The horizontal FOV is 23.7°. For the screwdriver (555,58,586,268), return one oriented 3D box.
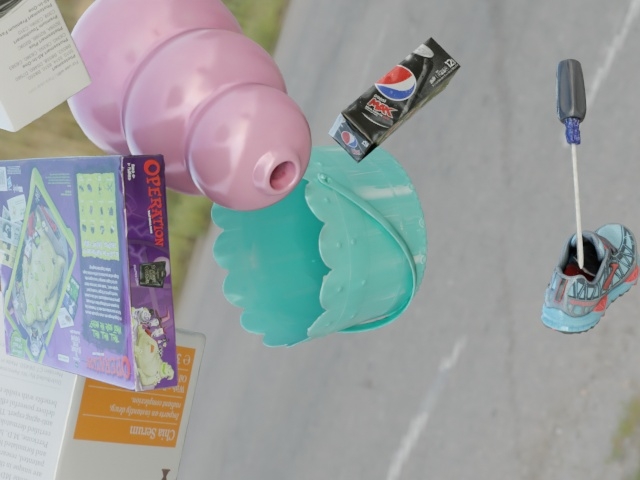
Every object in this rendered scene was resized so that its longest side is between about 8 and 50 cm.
[{"bbox_3d":[0.195,-0.061,1.155,0.025,0.024,0.170,-36,50,52],"label":"screwdriver"}]

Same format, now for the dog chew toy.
[{"bbox_3d":[-0.128,-0.142,1.586,0.332,0.206,0.206,40,118,42],"label":"dog chew toy"}]

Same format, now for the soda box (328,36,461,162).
[{"bbox_3d":[0.089,-0.168,1.809,0.169,0.053,0.060,-42,-6,-28],"label":"soda box"}]

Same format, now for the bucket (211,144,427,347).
[{"bbox_3d":[0.000,0.000,2.026,0.281,0.183,0.281,24,120,52],"label":"bucket"}]

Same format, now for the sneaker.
[{"bbox_3d":[0.424,0.032,2.328,0.262,0.104,0.125,-47,-35,-46],"label":"sneaker"}]

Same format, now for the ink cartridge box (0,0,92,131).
[{"bbox_3d":[-0.287,-0.198,1.211,0.148,0.086,0.203,18,137,48],"label":"ink cartridge box"}]

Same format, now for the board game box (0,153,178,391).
[{"bbox_3d":[-0.232,0.023,1.456,0.347,0.056,0.208,4,94,59],"label":"board game box"}]

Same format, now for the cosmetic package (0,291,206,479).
[{"bbox_3d":[-0.303,0.305,1.794,0.161,0.230,0.453,10,86,33],"label":"cosmetic package"}]
